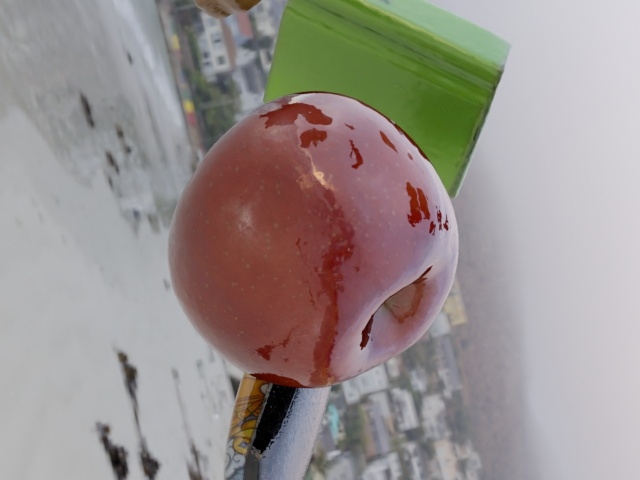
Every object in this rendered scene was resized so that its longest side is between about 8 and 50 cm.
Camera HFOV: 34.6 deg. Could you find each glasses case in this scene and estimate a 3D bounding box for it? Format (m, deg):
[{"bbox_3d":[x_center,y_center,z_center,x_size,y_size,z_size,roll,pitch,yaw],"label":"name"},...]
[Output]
[{"bbox_3d":[-0.034,0.151,1.080,0.321,0.082,0.122,-72,159,-44],"label":"glasses case"}]

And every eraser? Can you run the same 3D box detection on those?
[{"bbox_3d":[0.080,-0.198,1.241,0.092,0.274,0.210,-54,166,-44],"label":"eraser"}]

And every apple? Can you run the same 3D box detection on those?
[{"bbox_3d":[0.000,0.000,0.908,0.216,0.260,0.260,46,-21,30],"label":"apple"}]

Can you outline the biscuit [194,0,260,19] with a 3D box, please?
[{"bbox_3d":[-0.070,-0.309,0.939,0.044,0.186,0.295,43,7,-35],"label":"biscuit"}]
